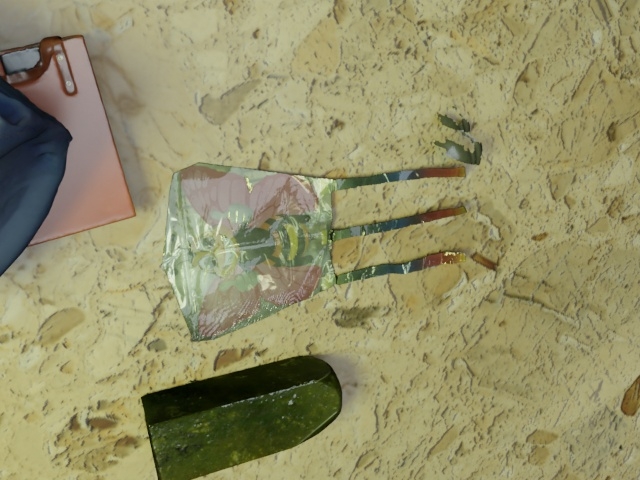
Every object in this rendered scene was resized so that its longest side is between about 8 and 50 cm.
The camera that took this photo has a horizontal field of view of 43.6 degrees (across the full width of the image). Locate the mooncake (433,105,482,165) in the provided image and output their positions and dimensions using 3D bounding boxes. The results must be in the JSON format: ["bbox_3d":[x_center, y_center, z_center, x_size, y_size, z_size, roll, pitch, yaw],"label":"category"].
[{"bbox_3d":[0.262,-0.223,0.943,0.150,0.057,0.346,29,86,-9],"label":"mooncake"}]

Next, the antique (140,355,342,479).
[{"bbox_3d":[-0.084,0.198,0.907,0.221,0.081,0.080,-12,107,-15],"label":"antique"}]

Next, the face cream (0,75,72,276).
[{"bbox_3d":[-0.359,-0.058,0.629,0.225,0.249,0.249,39,89,3],"label":"face cream"}]

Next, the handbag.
[{"bbox_3d":[-0.269,-0.099,0.788,0.127,0.063,0.190,-18,112,-13],"label":"handbag"}]

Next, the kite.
[{"bbox_3d":[-0.001,-0.001,0.921,0.361,0.022,0.204,-6,105,-13],"label":"kite"}]
